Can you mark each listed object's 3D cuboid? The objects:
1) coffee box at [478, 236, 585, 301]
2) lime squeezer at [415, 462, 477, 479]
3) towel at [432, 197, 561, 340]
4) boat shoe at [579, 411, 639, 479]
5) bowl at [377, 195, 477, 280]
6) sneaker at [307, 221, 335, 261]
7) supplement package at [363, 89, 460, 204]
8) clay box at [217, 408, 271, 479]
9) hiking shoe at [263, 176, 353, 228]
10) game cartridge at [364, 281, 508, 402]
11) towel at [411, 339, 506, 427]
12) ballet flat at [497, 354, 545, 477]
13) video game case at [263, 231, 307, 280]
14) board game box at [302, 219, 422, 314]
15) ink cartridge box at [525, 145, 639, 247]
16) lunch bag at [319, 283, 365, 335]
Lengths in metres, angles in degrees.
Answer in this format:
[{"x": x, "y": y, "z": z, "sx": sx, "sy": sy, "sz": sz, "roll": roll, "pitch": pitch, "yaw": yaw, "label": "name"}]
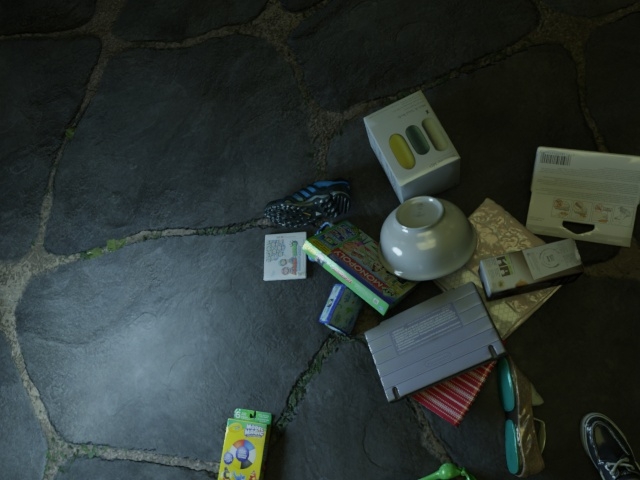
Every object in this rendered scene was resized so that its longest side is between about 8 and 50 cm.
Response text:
[{"x": 0.570, "y": 0.084, "z": 1.498, "sx": 0.246, "sy": 0.141, "sz": 0.098, "roll": -15, "pitch": 72, "yaw": 9, "label": "coffee box"}, {"x": 0.375, "y": 0.662, "z": 1.458, "sx": 0.310, "sy": 0.059, "sz": 0.110, "roll": 12, "pitch": 75, "yaw": 16, "label": "lime squeezer"}, {"x": 0.514, "y": 0.082, "z": 1.614, "sx": 0.317, "sy": 0.053, "sz": 0.332, "roll": -44, "pitch": 69, "yaw": -3, "label": "towel"}, {"x": 0.750, "y": 0.582, "z": 1.367, "sx": 0.108, "sy": 0.102, "sz": 0.301, "roll": -17, "pitch": 70, "yaw": 8, "label": "boat shoe"}, {"x": 0.299, "y": -0.035, "z": 1.592, "sx": 0.298, "sy": 0.134, "sz": 0.298, "roll": -12, "pitch": 41, "yaw": 11, "label": "bowl"}, {"x": 0.000, "y": 0.000, "z": 1.759, "sx": 0.053, "sy": 0.059, "sz": 0.144, "roll": 26, "pitch": 81, "yaw": 17, "label": "sneaker"}, {"x": 0.287, "y": -0.278, "z": 1.704, "sx": 0.199, "sy": 0.198, "sz": 0.263, "roll": -25, "pitch": 69, "yaw": 4, "label": "supplement package"}, {"x": -0.222, "y": 0.618, "z": 1.617, "sx": 0.127, "sy": 0.053, "sz": 0.222, "roll": 3, "pitch": 74, "yaw": 14, "label": "clay box"}, {"x": -0.038, "y": -0.125, "z": 1.802, "sx": 0.304, "sy": 0.113, "sz": 0.132, "roll": -8, "pitch": 41, "yaw": 17, "label": "hiking shoe"}, {"x": 0.316, "y": 0.286, "z": 1.547, "sx": 0.355, "sy": 0.068, "sz": 0.230, "roll": -28, "pitch": 54, "yaw": 16, "label": "game cartridge"}, {"x": 0.375, "y": 0.355, "z": 1.545, "sx": 0.199, "sy": 0.031, "sz": 0.275, "roll": 28, "pitch": 81, "yaw": 36, "label": "towel"}, {"x": 0.545, "y": 0.465, "z": 1.469, "sx": 0.106, "sy": 0.107, "sz": 0.316, "roll": 1, "pitch": 77, "yaw": -7, "label": "ballet flat"}, {"x": -0.114, "y": 0.052, "z": 1.791, "sx": 0.143, "sy": 0.019, "sz": 0.157, "roll": -4, "pitch": 72, "yaw": 13, "label": "video game case"}, {"x": 0.129, "y": 0.071, "z": 1.639, "sx": 0.317, "sy": 0.213, "sz": 0.046, "roll": 38, "pitch": 127, "yaw": 21, "label": "board game box"}, {"x": 0.774, "y": -0.133, "z": 1.614, "sx": 0.296, "sy": 0.066, "sz": 0.261, "roll": 10, "pitch": 100, "yaw": 16, "label": "ink cartridge box"}, {"x": 0.060, "y": 0.205, "z": 1.629, "sx": 0.096, "sy": 0.151, "sz": 0.129, "roll": 21, "pitch": 79, "yaw": 18, "label": "lunch bag"}]
